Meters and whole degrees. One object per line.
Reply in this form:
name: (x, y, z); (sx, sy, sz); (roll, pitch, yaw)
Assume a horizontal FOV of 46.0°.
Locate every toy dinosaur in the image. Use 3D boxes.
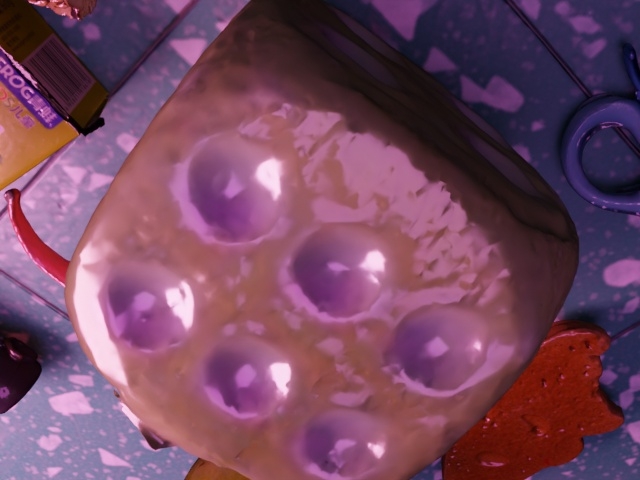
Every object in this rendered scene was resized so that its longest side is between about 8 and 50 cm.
toy dinosaur: (-0.163, 0.083, 0.643); (0.070, 0.139, 0.286); (-25, 135, 31)

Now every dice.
dice: (0.000, 0.000, 0.518); (0.252, 0.250, 0.254); (35, 113, -6)

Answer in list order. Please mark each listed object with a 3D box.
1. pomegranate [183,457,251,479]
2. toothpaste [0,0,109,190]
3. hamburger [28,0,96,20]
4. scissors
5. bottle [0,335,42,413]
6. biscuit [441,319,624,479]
pomegranate: (-0.068, 0.242, 0.745); (0.179, 0.179, 0.210); (-35, 115, 22)
toothpaste: (-0.304, -0.183, 0.535); (0.110, 0.077, 0.327); (-29, 118, 22)
hamburger: (-0.205, -0.240, 0.495); (0.102, 0.087, 0.176); (8, 131, 11)
scissors: (0.350, -0.014, 0.644); (0.180, 0.032, 0.393); (-33, 115, 21)
bottle: (-0.385, 0.080, 0.714); (0.244, 0.072, 0.082); (38, 95, -20)
biscuit: (0.203, 0.183, 0.774); (0.183, 0.043, 0.280); (20, 126, -6)
